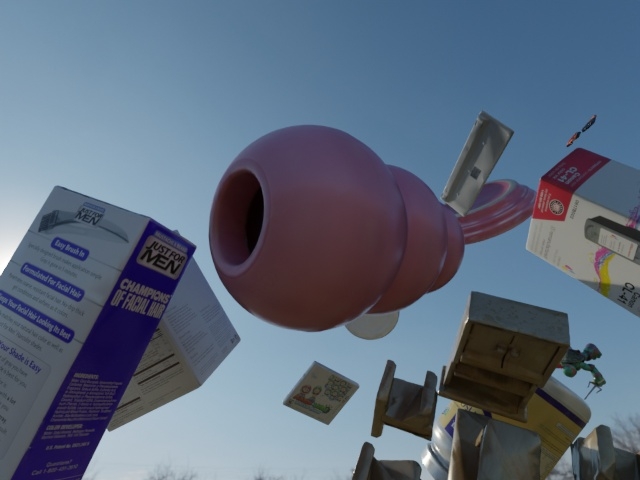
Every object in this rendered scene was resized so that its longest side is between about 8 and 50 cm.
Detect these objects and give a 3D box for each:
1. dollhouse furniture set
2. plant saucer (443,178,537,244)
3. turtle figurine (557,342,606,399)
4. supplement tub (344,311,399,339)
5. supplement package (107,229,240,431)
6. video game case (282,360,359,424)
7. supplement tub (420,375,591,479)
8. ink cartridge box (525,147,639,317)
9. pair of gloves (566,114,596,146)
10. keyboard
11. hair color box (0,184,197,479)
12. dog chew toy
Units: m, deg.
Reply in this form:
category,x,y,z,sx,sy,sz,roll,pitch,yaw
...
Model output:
category,x,y,z,sx,sy,sz,roll,pitch,yaw
dollhouse furniture set,0.265,0.319,0.641,0.361,0.394,0.257,13,-47,16
plant saucer,0.502,-0.100,1.299,0.331,0.332,0.084,-24,-76,22
turtle figurine,0.793,0.394,1.290,0.175,0.118,0.234,7,18,41
supplement tub,0.167,0.208,1.444,0.193,0.194,0.316,-10,5,6
supplement package,-0.320,0.149,0.755,0.197,0.199,0.263,-29,-87,11
video game case,0.003,0.403,1.083,0.157,0.019,0.143,34,-81,-22
supplement tub,0.412,0.436,0.944,0.331,0.241,0.241,-53,-49,-1
ink cartridge box,0.574,-0.007,0.785,0.131,0.306,0.226,-33,-43,-14
pair of gloves,0.656,-0.273,1.035,0.010,0.074,0.083,42,-38,8
keyboard,0.307,-0.143,0.835,0.014,0.072,0.256,-42,-22,-24
hair color box,-0.319,0.117,0.507,0.185,0.339,0.110,17,-13,25
dog chew toy,0.048,-0.005,0.476,0.331,0.207,0.206,7,-37,-41
